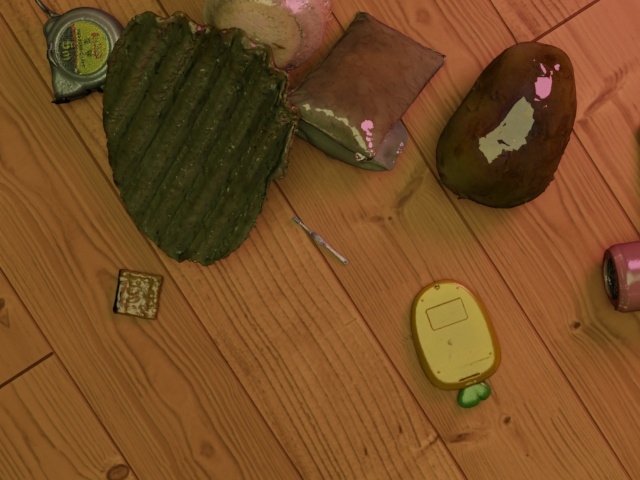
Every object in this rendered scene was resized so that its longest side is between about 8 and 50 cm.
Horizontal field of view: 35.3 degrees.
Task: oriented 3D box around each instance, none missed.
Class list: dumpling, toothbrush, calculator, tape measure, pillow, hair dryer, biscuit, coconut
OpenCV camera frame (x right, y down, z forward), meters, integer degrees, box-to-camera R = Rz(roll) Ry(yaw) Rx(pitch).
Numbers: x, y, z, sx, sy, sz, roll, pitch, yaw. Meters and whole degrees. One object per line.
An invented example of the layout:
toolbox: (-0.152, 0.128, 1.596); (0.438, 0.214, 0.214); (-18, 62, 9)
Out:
dumpling: (0.048, -0.201, 1.769); (0.217, 0.149, 0.105); (18, 129, 4)
toothbrush: (0.000, 0.000, 1.806); (0.131, 0.013, 0.011); (40, 96, -4)
calculator: (0.244, 0.185, 1.800); (0.146, 0.032, 0.235); (-21, 90, 0)
tape measure: (-0.423, -0.412, 1.757); (0.164, 0.084, 0.330); (-7, 92, -2)
pillow: (0.073, -0.267, 1.701); (0.185, 0.075, 0.302); (31, 55, 7)
hair dryer: (0.594, -0.057, 1.770); (0.210, 0.125, 0.352); (-8, 81, 1)
biscuit: (-0.327, 0.096, 1.802); (0.081, 0.018, 0.083); (9, 92, -1)
coconut: (-0.088, -0.405, 1.701); (0.224, 0.224, 0.234); (19, 49, -1)

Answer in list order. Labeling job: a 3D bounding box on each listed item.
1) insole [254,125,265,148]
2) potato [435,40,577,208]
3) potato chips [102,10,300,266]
insole: (-0.139, -0.106, 1.802); (0.081, 0.011, 0.248); (19, 91, -1)
potato: (0.330, -0.196, 1.724); (0.210, 0.173, 0.307); (26, 94, 1)
potato chips: (-0.223, -0.169, 1.686); (0.358, 0.070, 0.429); (36, 119, 9)
